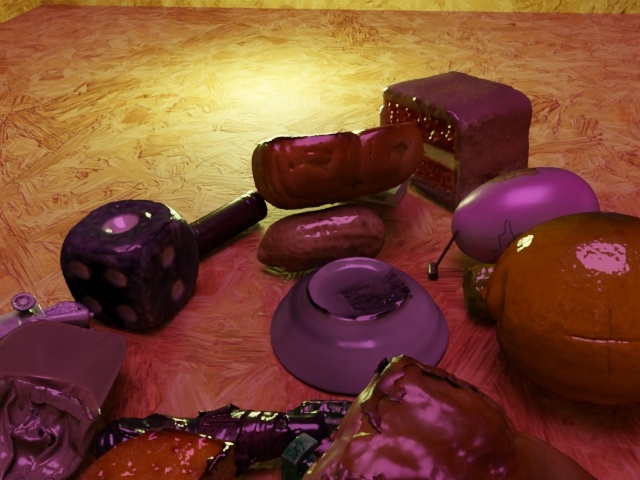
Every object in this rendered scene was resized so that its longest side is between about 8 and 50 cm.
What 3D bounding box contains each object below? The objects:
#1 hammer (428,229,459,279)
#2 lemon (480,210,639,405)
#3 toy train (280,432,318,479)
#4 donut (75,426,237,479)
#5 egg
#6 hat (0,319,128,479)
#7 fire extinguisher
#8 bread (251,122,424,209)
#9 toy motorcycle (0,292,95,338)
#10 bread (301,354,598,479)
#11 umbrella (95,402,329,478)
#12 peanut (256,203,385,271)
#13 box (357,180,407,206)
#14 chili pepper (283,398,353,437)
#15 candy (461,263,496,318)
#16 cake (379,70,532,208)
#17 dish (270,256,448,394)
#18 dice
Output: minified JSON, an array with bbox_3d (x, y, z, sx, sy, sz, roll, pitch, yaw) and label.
[{"bbox_3d":[0.231,0.024,1.224,0.019,0.110,0.036,20,33,-6],"label":"hammer"},{"bbox_3d":[0.398,0.097,0.954,0.296,0.297,0.297,-2,34,2],"label":"lemon"},{"bbox_3d":[0.029,0.321,0.806,0.178,0.105,0.071,22,38,31],"label":"toy train"},{"bbox_3d":[-0.227,0.329,0.788,0.152,0.101,0.259,21,54,32],"label":"donut"},{"bbox_3d":[0.385,-0.037,1.224,0.271,0.197,0.196,-16,36,-12],"label":"egg"},{"bbox_3d":[-0.397,0.237,0.970,0.214,0.149,0.245,11,18,6],"label":"hat"},{"bbox_3d":[-0.233,-0.017,1.363,0.267,0.072,0.089,-34,13,-36],"label":"fire extinguisher"},{"bbox_3d":[0.033,-0.150,1.340,0.327,0.148,0.337,-8,8,-14],"label":"bread"},{"bbox_3d":[-0.486,0.189,1.059,0.260,0.110,0.171,-20,55,-34],"label":"toy motorcycle"},{"bbox_3d":[0.158,0.282,0.691,0.324,0.167,0.277,42,46,2],"label":"bread"},{"bbox_3d":[-0.148,0.272,0.903,0.325,0.090,0.094,-5,36,1],"label":"umbrella"},{"bbox_3d":[0.000,0.000,1.271,0.253,0.137,0.122,-10,77,-9],"label":"peanut"},{"bbox_3d":[0.115,-0.125,1.511,0.154,0.040,0.084,12,40,23],"label":"box"},{"bbox_3d":[0.048,0.269,0.925,0.226,0.059,0.088,4,46,17],"label":"chili pepper"},{"bbox_3d":[0.352,0.086,1.141,0.209,0.097,0.097,-1,34,-6],"label":"candy"},{"bbox_3d":[0.300,-0.241,1.499,0.230,0.237,0.308,-21,35,-29],"label":"cake"},{"bbox_3d":[0.063,0.111,1.109,0.316,0.106,0.317,-2,34,1],"label":"dish"},{"bbox_3d":[-0.340,0.041,1.181,0.182,0.183,0.181,11,38,22],"label":"dice"}]
